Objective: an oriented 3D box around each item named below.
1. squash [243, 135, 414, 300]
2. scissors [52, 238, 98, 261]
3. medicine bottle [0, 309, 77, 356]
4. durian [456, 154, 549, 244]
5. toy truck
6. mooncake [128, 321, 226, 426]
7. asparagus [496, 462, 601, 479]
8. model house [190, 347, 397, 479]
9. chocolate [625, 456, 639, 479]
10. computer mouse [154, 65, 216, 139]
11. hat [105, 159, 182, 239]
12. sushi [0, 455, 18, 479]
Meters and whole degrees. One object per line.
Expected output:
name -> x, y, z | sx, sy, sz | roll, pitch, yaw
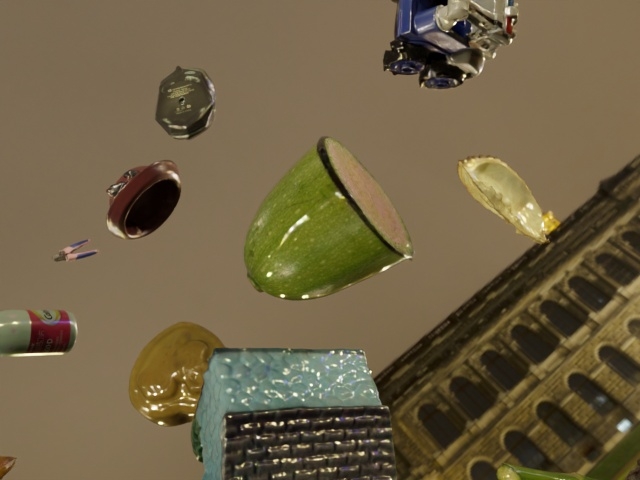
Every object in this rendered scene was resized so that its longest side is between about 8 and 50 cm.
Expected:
squash -> -0.010, -0.005, 1.182 | 0.309, 0.310, 0.310 | -37, -29, 20
scissors -> -0.529, 0.025, 1.207 | 0.012, 0.039, 0.113 | -35, -3, 27
medicine bottle -> -0.589, 0.177, 1.073 | 0.217, 0.090, 0.090 | 8, -59, -46
durian -> 0.199, -0.049, 0.601 | 0.052, 0.130, 0.066 | -47, 5, 13
toy truck -> 0.205, -0.337, 0.864 | 0.213, 0.177, 0.161 | 5, -93, -42
mooncake -> -0.307, 0.295, 1.267 | 0.235, 0.235, 0.117 | -36, -26, -14
asparagus -> 0.496, 0.507, 1.144 | 0.060, 0.278, 0.067 | 133, 147, -74
model house -> -0.030, 0.409, 1.007 | 0.360, 0.339, 0.297 | 6, -56, -23
chocolate -> 0.447, 0.316, 0.657 | 0.224, 0.206, 0.177 | -25, -10, -48
computer mouse -> -0.240, -0.243, 1.018 | 0.106, 0.192, 0.062 | -14, -38, 0
hat -> -0.373, -0.092, 1.159 | 0.205, 0.089, 0.205 | -49, -12, -14
sushi -> -0.631, 0.437, 1.066 | 0.099, 0.047, 0.050 | -12, -75, -22
